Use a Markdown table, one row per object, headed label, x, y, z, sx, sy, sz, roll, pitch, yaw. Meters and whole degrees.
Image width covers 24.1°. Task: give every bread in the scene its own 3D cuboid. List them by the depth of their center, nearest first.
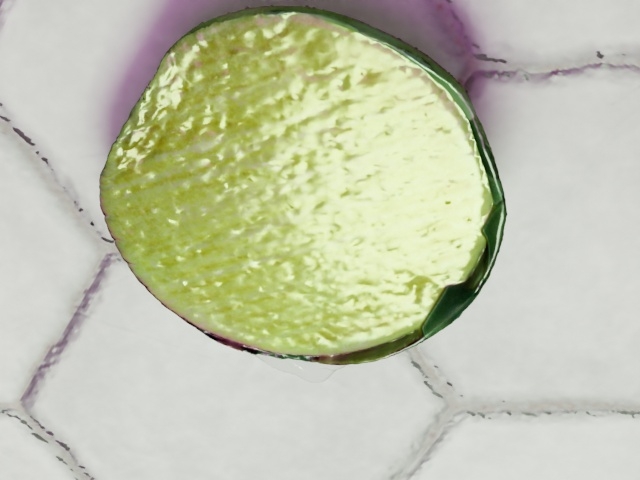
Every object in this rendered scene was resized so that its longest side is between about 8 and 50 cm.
| label | x | y | z | sx | sy | sz | roll | pitch | yaw |
| --- | --- | --- | --- | --- | --- | --- | --- | --- | --- |
| bread | -0.010 | -0.027 | 0.831 | 0.228 | 0.033 | 0.228 | 6 | 123 | 9 |

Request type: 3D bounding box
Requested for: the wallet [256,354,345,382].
| label | x | y | z | sx | sy | sz | roll | pitch | yaw |
| --- | --- | --- | --- | --- | --- | --- | --- | --- | --- |
| wallet | 0.000 | 0.000 | 0.883 | 0.124 | 0.032 | 0.183 | 29 | 124 | -9 |
